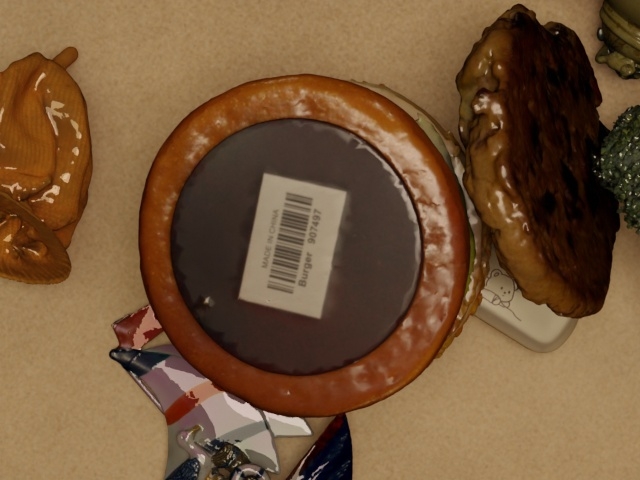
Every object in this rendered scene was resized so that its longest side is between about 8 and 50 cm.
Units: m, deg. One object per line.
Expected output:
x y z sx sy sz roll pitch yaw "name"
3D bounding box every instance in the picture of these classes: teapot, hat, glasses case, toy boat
0.370 -0.240 1.242 0.269 0.173 0.182 28 119 -2 "teapot"
-0.315 -0.112 1.225 0.233 0.244 0.233 47 56 -31 "hat"
0.185 0.046 1.287 0.196 0.050 0.083 30 92 -3 "glasses case"
-0.083 0.201 1.282 0.219 0.072 0.318 -20 83 1 "toy boat"

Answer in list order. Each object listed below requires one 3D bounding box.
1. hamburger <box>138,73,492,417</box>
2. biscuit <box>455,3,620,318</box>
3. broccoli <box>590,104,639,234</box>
0.000 0.000 1.159 0.330 0.250 0.330 1 98 10 "hamburger"
0.210 -0.081 1.167 0.081 0.334 0.289 -15 115 30 "biscuit"
0.391 0.030 1.196 0.221 0.252 0.361 -14 94 -8 "broccoli"
